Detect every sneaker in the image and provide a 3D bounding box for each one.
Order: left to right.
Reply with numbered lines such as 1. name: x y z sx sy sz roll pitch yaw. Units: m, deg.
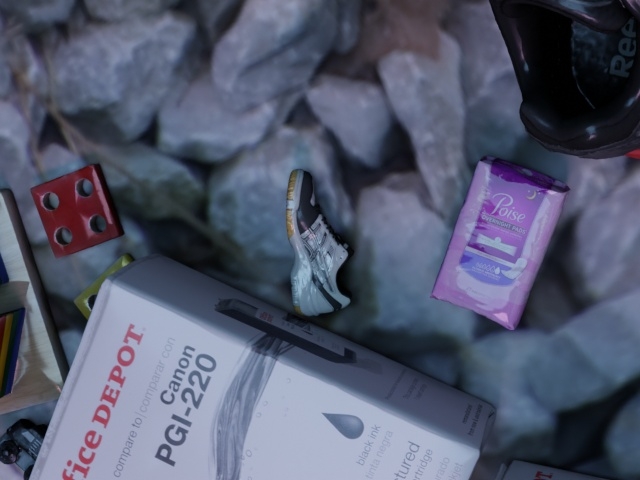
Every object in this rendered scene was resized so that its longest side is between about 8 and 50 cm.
1. sneaker: 0.000 0.000 0.739 0.037 0.032 0.083 -5 102 4
2. sneaker: 0.135 -0.158 0.584 0.097 0.135 0.276 18 118 38

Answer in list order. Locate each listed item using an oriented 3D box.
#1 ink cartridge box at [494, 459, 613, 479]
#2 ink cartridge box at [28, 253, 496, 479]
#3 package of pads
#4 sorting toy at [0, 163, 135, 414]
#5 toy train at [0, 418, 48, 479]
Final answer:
1. ink cartridge box: 0.174 0.187 0.648 0.203 0.148 0.086 9 102 16
2. ink cartridge box: -0.036 0.123 0.722 0.218 0.092 0.159 24 101 9
3. package of pads: 0.096 0.001 0.705 0.050 0.032 0.083 21 104 10
4. sorting toy: -0.227 0.048 0.803 0.274 0.046 0.132 -16 93 18
5. toy train: -0.130 0.163 0.801 0.158 0.027 0.036 39 94 9
